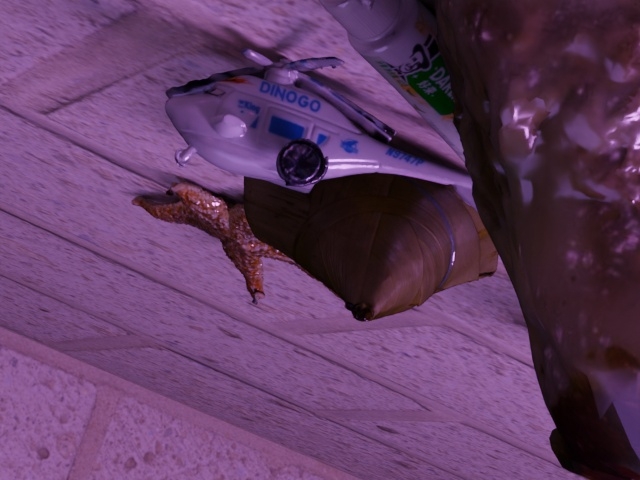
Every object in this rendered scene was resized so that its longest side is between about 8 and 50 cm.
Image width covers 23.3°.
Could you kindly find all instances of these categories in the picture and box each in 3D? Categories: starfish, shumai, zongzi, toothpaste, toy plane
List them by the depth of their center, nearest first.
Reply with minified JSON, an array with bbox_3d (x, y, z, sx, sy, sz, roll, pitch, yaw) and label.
[{"bbox_3d":[0.152,-0.005,0.914,0.217,0.283,0.346,10,164,23],"label":"shumai"},{"bbox_3d":[0.098,-0.097,1.082,0.058,0.056,0.314,2,157,39],"label":"toothpaste"},{"bbox_3d":[0.017,-0.066,1.192,0.273,0.107,0.182,23,164,-23],"label":"toy plane"},{"bbox_3d":[0.000,0.000,1.246,0.228,0.115,0.256,14,-155,25],"label":"zongzi"},{"bbox_3d":[-0.064,-0.001,1.619,0.295,0.048,0.231,-2,144,47],"label":"starfish"}]
